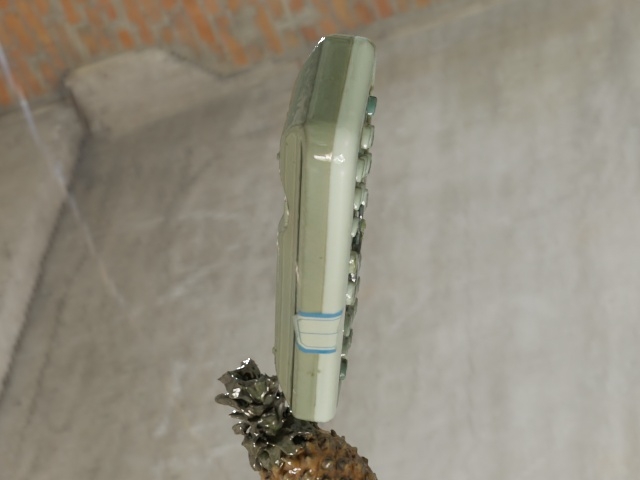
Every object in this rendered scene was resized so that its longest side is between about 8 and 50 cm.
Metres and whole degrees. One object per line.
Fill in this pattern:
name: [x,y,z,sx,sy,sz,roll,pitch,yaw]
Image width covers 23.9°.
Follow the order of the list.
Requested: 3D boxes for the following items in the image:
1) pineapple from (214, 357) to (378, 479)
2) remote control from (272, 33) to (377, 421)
pineapple: [-0.024,0.191,1.349,0.197,0.108,0.108,56,-156,-14]
remote control: [0.000,0.000,1.150,0.335,0.066,0.128,94,-172,-49]
